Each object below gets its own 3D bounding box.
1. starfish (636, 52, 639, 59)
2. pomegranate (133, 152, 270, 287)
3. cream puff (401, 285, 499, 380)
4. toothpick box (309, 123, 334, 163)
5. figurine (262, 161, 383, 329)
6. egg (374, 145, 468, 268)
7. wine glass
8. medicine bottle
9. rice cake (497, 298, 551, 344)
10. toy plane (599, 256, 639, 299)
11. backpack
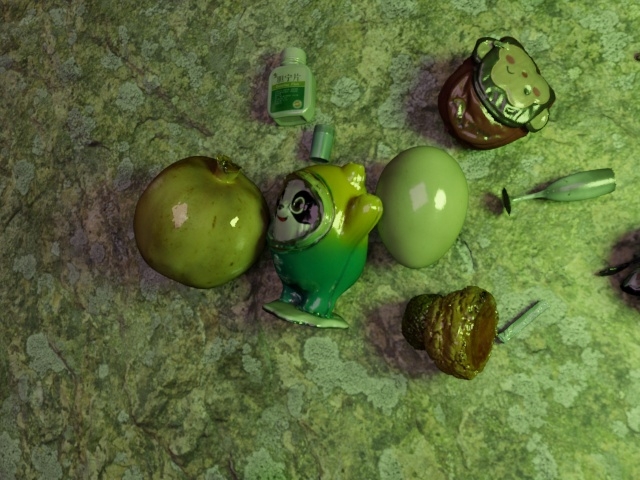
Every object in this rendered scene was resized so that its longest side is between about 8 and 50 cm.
[{"bbox_3d":[0.765,-0.365,0.816,0.236,0.062,0.277,-43,76,12],"label":"starfish"},{"bbox_3d":[-0.262,-0.052,0.948,0.319,0.319,0.319,-3,80,17],"label":"pomegranate"},{"bbox_3d":[0.247,0.169,0.839,0.169,0.183,0.183,9,83,41],"label":"cream puff"},{"bbox_3d":[0.003,-0.236,1.020,0.052,0.052,0.083,9,85,18],"label":"toothpick box"},{"bbox_3d":[0.000,0.000,0.896,0.324,0.231,0.340,15,93,54],"label":"figurine"},{"bbox_3d":[0.204,-0.067,0.860,0.189,0.188,0.253,6,88,18],"label":"egg"},{"bbox_3d":[0.482,-0.100,0.850,0.198,0.066,0.066,-12,78,13],"label":"wine glass"},{"bbox_3d":[-0.072,-0.390,1.061,0.119,0.069,0.183,-1,80,19],"label":"medicine bottle"},{"bbox_3d":[0.412,0.165,0.846,0.121,0.021,0.022,-42,62,7],"label":"rice cake"},{"bbox_3d":[0.644,0.054,0.779,0.197,0.053,0.078,-26,66,16],"label":"toy plane"},{"bbox_3d":[0.357,-0.297,0.883,0.229,0.139,0.229,0,94,3],"label":"backpack"}]
